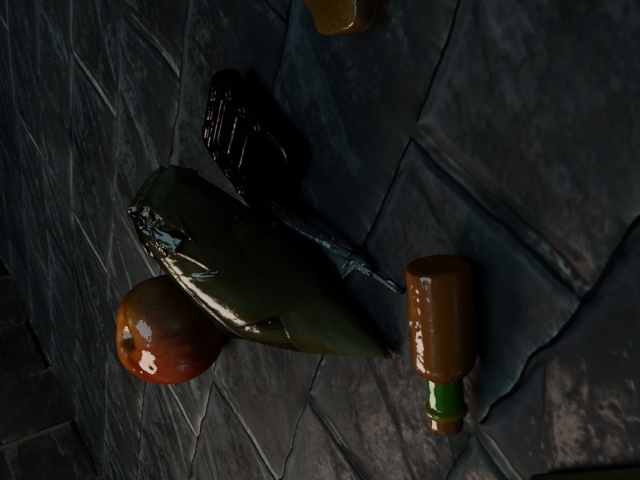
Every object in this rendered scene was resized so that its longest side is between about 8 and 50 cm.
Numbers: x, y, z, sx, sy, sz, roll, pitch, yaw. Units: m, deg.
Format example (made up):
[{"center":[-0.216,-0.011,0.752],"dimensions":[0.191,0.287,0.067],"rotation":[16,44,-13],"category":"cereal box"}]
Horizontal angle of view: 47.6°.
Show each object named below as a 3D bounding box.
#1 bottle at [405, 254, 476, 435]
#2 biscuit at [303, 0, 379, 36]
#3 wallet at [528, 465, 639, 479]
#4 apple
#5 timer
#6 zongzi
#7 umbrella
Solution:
[{"center":[0.124,0.111,0.738],"dimensions":[0.069,0.069,0.187],"rotation":[17,117,54],"category":"bottle"},{"center":[0.010,-0.357,0.727],"dimensions":[0.186,0.044,0.295],"rotation":[14,115,58],"category":"biscuit"},{"center":[0.267,0.245,0.614],"dimensions":[0.198,0.031,0.110],"rotation":[-36,74,57],"category":"wallet"},{"center":[-0.275,0.157,1.291],"dimensions":[0.209,0.164,0.209],"rotation":[26,122,49],"category":"apple"},{"center":[-0.092,-0.130,0.983],"dimensions":[0.187,0.055,0.144],"rotation":[52,145,24],"category":"timer"},{"center":[-0.075,0.033,0.894],"dimensions":[0.300,0.145,0.274],"rotation":[14,151,46],"category":"zongzi"},{"center":[0.002,0.003,0.893],"dimensions":[0.269,0.044,0.044],"rotation":[34,170,36],"category":"umbrella"}]
